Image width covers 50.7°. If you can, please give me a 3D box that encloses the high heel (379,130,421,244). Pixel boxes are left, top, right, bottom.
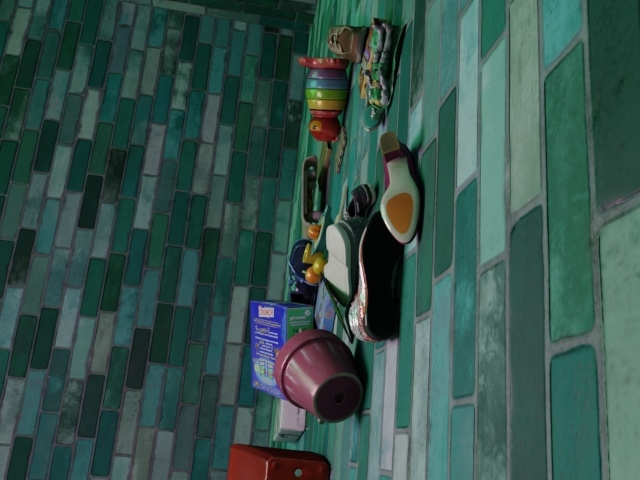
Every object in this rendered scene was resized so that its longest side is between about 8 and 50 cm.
[{"bbox_3d":[0.163,-0.091,1.347,0.117,0.082,0.244,44,-150,-60],"label":"high heel"}]

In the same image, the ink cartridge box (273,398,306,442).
[{"bbox_3d":[-0.114,0.649,2.515,0.219,0.092,0.160,110,165,-60],"label":"ink cartridge box"}]

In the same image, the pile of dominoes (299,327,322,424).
[{"bbox_3d":[-0.042,0.416,2.036,0.196,0.040,0.251,-91,-14,-45],"label":"pile of dominoes"}]

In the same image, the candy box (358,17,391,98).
[{"bbox_3d":[0.147,-0.487,1.819,0.109,0.053,0.187,-92,11,-47],"label":"candy box"}]

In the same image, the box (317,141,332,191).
[{"bbox_3d":[0.015,-0.326,2.745,0.164,0.021,0.201,-93,14,-53],"label":"box"}]

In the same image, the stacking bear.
[{"bbox_3d":[0.019,-0.492,2.381,0.164,0.175,0.289,-18,-65,-57],"label":"stacking bear"}]

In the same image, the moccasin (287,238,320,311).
[{"bbox_3d":[-0.051,0.164,2.438,0.117,0.137,0.342,-74,-18,-62],"label":"moccasin"}]

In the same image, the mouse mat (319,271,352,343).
[{"bbox_3d":[0.040,0.179,1.818,0.190,0.007,0.153,-118,7,-67],"label":"mouse mat"}]

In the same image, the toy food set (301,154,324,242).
[{"bbox_3d":[-0.027,-0.149,2.650,0.220,0.092,0.306,91,180,-69],"label":"toy food set"}]

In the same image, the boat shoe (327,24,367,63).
[{"bbox_3d":[0.079,-0.650,2.221,0.324,0.116,0.123,-113,31,-75],"label":"boat shoe"}]

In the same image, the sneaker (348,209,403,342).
[{"bbox_3d":[0.110,0.080,1.419,0.145,0.090,0.270,131,143,-72],"label":"sneaker"}]

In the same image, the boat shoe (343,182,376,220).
[{"bbox_3d":[0.086,-0.087,1.767,0.206,0.064,0.075,118,133,-65],"label":"boat shoe"}]

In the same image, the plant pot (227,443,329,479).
[{"bbox_3d":[-0.107,0.711,1.886,0.236,0.267,0.268,141,138,-61],"label":"plant pot"}]

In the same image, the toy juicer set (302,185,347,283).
[{"bbox_3d":[0.000,0.000,2.164,0.209,0.089,0.329,-84,14,-49],"label":"toy juicer set"}]

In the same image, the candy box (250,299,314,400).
[{"bbox_3d":[-0.137,0.373,2.371,0.268,0.122,0.317,2,93,58],"label":"candy box"}]

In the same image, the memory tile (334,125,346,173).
[{"bbox_3d":[0.070,-0.316,2.362,0.113,0.012,0.148,-92,11,-51],"label":"memory tile"}]

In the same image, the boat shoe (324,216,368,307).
[{"bbox_3d":[0.077,0.059,1.753,0.116,0.099,0.320,47,155,32],"label":"boat shoe"}]

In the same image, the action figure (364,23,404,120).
[{"bbox_3d":[0.149,-0.413,1.673,0.137,0.063,0.232,-157,69,-62],"label":"action figure"}]

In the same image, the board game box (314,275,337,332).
[{"bbox_3d":[0.017,0.204,2.171,0.211,0.039,0.160,-121,39,-77],"label":"board game box"}]

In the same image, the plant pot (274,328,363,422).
[{"bbox_3d":[0.009,0.335,1.618,0.180,0.201,0.201,-145,61,-63],"label":"plant pot"}]

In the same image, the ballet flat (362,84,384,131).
[{"bbox_3d":[0.144,-0.342,1.758,0.052,0.057,0.168,58,-146,-55],"label":"ballet flat"}]
